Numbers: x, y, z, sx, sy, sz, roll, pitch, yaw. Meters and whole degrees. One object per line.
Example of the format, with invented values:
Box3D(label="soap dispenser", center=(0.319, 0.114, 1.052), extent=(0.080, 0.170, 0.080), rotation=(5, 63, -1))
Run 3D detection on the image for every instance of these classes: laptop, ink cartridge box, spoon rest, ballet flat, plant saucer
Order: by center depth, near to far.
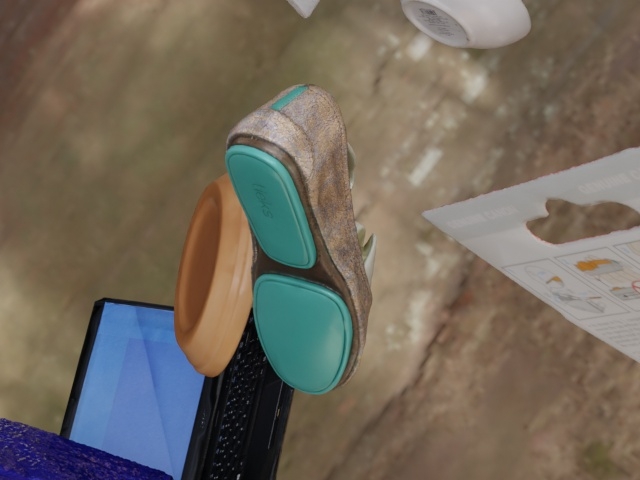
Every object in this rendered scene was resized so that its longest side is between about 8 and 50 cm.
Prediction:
Box3D(label="ink cartridge box", center=(0.297, 0.029, 1.080), extent=(0.091, 0.385, 0.308), rotation=(-63, 17, -17))
Box3D(label="ballet flat", center=(0.000, 0.000, 1.346), extent=(0.107, 0.316, 0.106), rotation=(21, 55, 21))
Box3D(label="spoon rest", center=(0.079, -0.237, 1.532), extent=(0.276, 0.137, 0.084), rotation=(16, 69, 45))
Box3D(label="plant saucer", center=(-0.098, 0.026, 1.554), extent=(0.200, 0.037, 0.200), rotation=(-168, 90, -74))
Box3D(label="laptop", center=(-0.139, 0.152, 1.634), extent=(0.264, 0.136, 0.234), rotation=(-28, 46, 58))

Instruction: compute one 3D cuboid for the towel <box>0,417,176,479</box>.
Box3D(label="towel", center=(-0.217, 0.239, 1.458), extent=(0.076, 0.228, 0.308), rotation=(-63, 10, 6))
